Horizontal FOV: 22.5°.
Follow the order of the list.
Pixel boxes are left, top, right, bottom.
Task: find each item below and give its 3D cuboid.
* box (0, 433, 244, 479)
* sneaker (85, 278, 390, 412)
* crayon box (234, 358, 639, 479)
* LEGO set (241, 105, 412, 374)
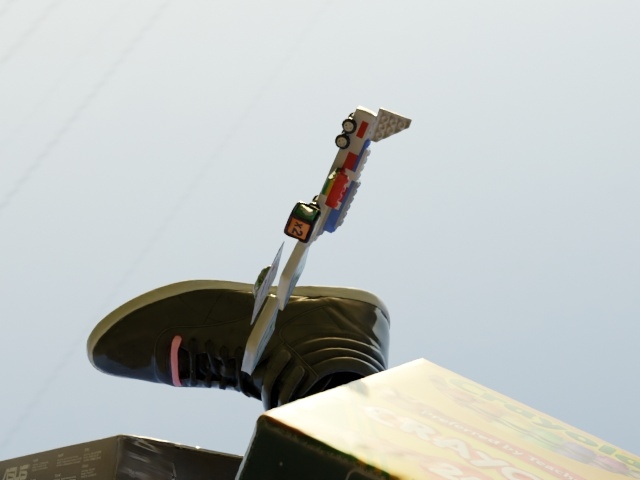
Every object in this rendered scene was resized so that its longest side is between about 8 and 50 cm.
[{"bbox_3d":[-0.126,0.228,1.331,0.307,0.242,0.076,-21,-121,57],"label":"box"},{"bbox_3d":[-0.070,0.116,1.498,0.295,0.104,0.147,-2,-148,-7],"label":"sneaker"},{"bbox_3d":[0.098,0.151,0.921,0.202,0.081,0.318,23,-170,18],"label":"crayon box"},{"bbox_3d":[0.000,0.000,1.312,0.060,0.244,0.182,24,-115,4],"label":"LEGO set"}]
